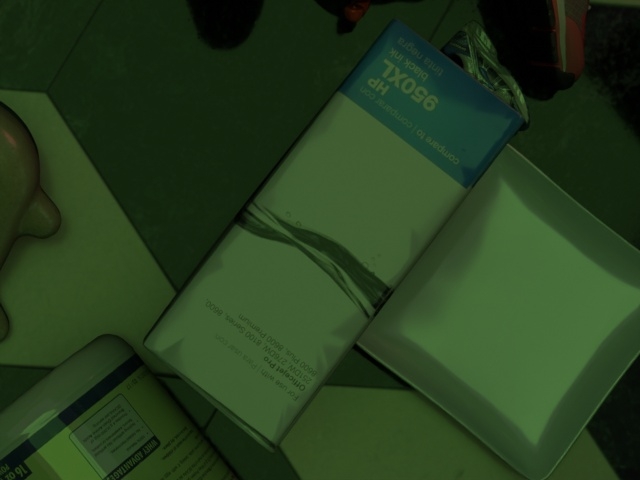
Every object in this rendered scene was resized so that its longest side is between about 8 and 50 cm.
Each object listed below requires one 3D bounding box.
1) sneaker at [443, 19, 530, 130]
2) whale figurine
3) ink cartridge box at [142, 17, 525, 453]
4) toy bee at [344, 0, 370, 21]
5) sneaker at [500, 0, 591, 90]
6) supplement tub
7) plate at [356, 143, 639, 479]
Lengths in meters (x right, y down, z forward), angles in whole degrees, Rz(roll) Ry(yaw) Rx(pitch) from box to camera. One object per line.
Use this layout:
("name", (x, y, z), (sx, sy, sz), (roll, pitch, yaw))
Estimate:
("sneaker", (0.183, -0.174, 1.687), (0.058, 0.052, 0.135), (-32, 83, 3))
("whale figurine", (-0.379, -0.028, 1.589), (0.216, 0.141, 0.272), (-1, 111, -6))
("ink cartridge box", (0.000, 0.000, 1.532), (0.166, 0.285, 0.395), (38, 83, -2))
("toy bee", (0.063, -0.325, 1.641), (0.195, 0.298, 0.162), (-37, 123, -40))
("sneaker", (0.269, -0.318, 1.635), (0.136, 0.116, 0.314), (-16, 110, -15))
("supplement tub", (-0.197, 0.282, 1.519), (0.235, 0.235, 0.325), (-39, 91, -7))
("plate", (0.213, 0.077, 1.672), (0.277, 0.045, 0.278), (38, 83, -3))
